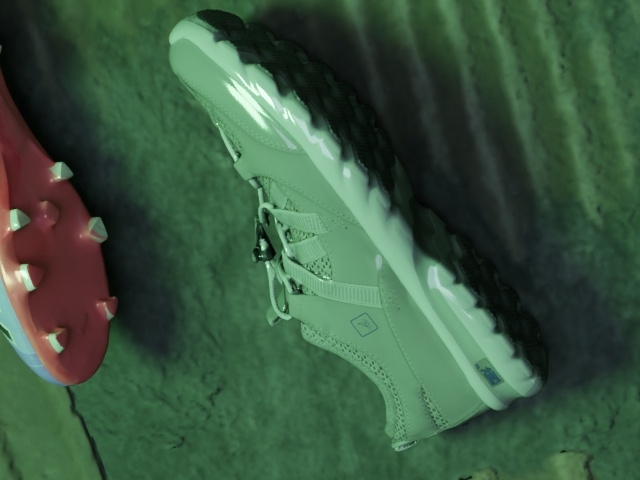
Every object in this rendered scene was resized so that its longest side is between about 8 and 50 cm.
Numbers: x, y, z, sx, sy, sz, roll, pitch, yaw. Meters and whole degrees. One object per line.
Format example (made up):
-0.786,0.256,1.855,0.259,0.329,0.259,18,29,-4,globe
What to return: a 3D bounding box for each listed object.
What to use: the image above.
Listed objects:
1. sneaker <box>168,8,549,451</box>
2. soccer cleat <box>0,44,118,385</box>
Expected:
0.000,0.000,1.072,0.115,0.105,0.281,-37,95,17,sneaker
-0.197,-0.030,1.113,0.095,0.083,0.248,-15,104,39,soccer cleat
